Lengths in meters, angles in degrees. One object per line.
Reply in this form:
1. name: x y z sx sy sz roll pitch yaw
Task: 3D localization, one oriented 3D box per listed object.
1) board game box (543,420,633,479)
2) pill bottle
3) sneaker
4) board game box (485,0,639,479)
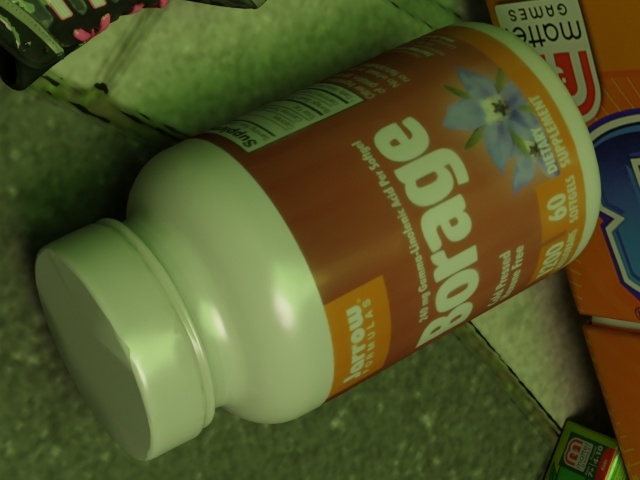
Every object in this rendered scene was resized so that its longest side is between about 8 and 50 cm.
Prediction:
1. board game box: 0.146 0.200 0.719 0.092 0.043 0.181 24 86 -33
2. pill bottle: 0.000 0.000 0.542 0.216 0.121 0.121 -27 113 -25
3. sneaker: -0.098 -0.093 0.499 0.170 0.063 0.074 1 99 -27
4. board game box: 0.361 -0.026 0.595 0.356 0.356 0.356 -29 108 -29
